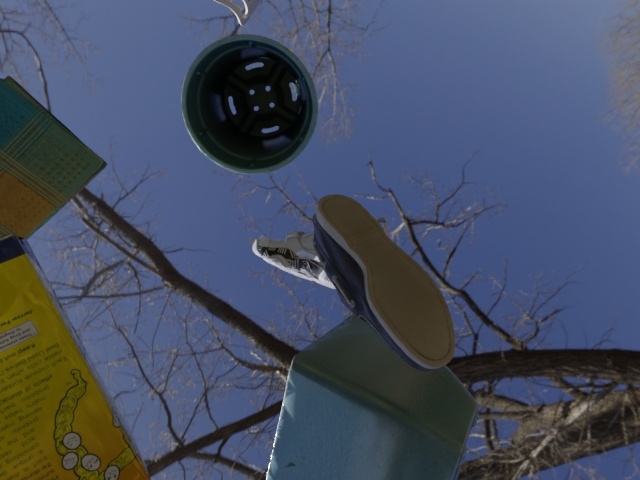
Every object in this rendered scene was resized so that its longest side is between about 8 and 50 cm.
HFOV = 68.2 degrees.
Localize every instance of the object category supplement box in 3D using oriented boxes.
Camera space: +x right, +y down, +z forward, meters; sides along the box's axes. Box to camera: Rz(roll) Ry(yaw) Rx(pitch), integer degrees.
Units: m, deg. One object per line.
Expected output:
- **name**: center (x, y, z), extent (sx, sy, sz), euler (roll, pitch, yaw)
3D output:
- **supplement box**: center (-0.401, 0.191, 0.610), extent (0.195, 0.194, 0.356), euler (-28, -77, -26)

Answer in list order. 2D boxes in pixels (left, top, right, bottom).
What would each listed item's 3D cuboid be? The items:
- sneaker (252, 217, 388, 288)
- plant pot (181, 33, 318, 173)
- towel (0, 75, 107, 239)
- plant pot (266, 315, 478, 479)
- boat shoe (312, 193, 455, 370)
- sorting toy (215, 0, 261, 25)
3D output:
- **sneaker**: center (0.000, 0.000, 1.230), extent (0.366, 0.137, 0.210), euler (16, -101, 33)
- **plant pot**: center (-0.182, -0.391, 1.338), extent (0.342, 0.340, 0.334), euler (17, -161, -8)
- **towel**: center (-0.720, -0.149, 1.073), extent (0.271, 0.370, 0.040), euler (46, -174, -23)
- **plant pot**: center (0.100, 0.294, 0.746), extent (0.253, 0.246, 0.248), euler (18, -164, 24)
- **boat shoe**: center (0.052, 0.043, 0.459), extent (0.075, 0.064, 0.206), euler (-12, -128, -30)
- **sorting toy**: center (-0.067, -0.242, 0.432), extent (0.045, 0.075, 0.083), euler (36, -171, 27)
